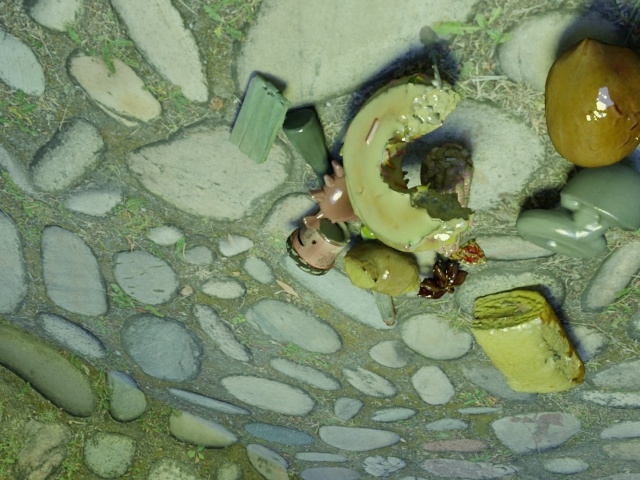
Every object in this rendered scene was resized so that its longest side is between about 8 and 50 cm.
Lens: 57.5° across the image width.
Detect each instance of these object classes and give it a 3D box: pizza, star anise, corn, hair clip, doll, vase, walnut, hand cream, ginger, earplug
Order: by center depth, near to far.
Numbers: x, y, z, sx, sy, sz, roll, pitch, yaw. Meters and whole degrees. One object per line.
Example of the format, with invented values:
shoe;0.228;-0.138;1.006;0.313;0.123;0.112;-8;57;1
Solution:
walnut;0.540;-0.269;1.132;0.203;0.203;0.298;-9;144;24
earplug;0.613;-0.059;1.375;0.214;0.175;0.325;23;146;-14
vase;-0.014;-0.217;1.441;0.086;0.086;0.214;-8;137;23
corn;0.309;-0.094;1.453;0.127;0.126;0.335;5;140;11
doll;0.068;-0.115;1.459;0.262;0.093;0.211;-40;141;7
hair clip;0.179;-0.050;1.589;0.188;0.033;0.060;-26;122;39
pizza;0.404;0.044;1.627;0.099;0.029;0.100;-14;130;29
ginger;0.170;0.084;1.653;0.267;0.152;0.138;10;141;-29
star anise;0.350;0.121;1.669;0.168;0.057;0.168;-13;132;-15
hand cream;0.198;0.189;1.833;0.067;0.043;0.209;-5;128;18

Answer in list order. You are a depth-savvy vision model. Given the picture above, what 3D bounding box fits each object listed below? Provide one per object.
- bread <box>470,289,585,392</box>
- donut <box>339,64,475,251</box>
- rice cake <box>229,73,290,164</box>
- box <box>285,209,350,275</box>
bread;0.630;0.316;1.749;0.236;0.165;0.375;-14;131;33
donut;0.187;-0.160;1.276;0.307;0.150;0.371;-8;90;45
rice cake;-0.147;-0.288;1.399;0.124;0.038;0.211;42;136;16
box;0.000;0.000;1.614;0.151;0.151;0.135;30;127;-15
